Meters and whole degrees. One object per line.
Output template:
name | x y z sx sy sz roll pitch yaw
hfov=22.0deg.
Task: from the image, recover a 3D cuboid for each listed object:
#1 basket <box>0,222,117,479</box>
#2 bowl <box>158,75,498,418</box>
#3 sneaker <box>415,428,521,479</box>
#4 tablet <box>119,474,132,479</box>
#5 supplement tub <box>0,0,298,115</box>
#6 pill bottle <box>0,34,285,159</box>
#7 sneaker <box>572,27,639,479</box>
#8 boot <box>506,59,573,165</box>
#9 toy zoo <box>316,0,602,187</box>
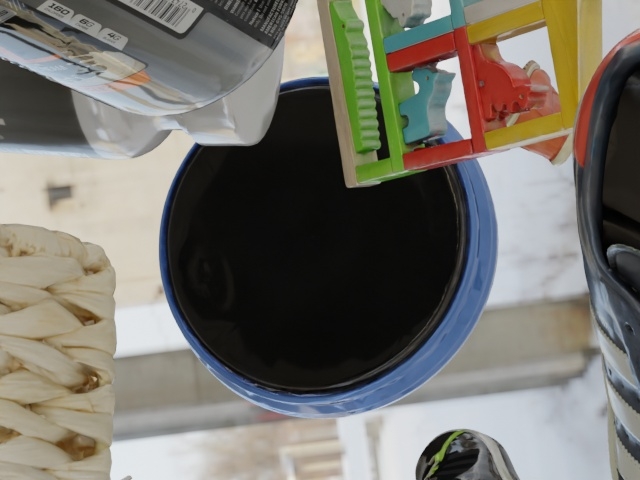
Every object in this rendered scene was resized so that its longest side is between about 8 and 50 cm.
basket | -0.294 0.132 0.702 0.331 0.328 0.266 -25 58 48
bowl | 0.000 0.000 1.833 0.077 0.391 0.391 34 -133 -71
sneaker | 0.106 0.204 1.335 0.235 0.097 0.084 -143 69 -71
tablet | -0.166 0.182 1.113 0.083 0.054 0.006 -35 84 48
supplement tub | -0.161 -0.198 0.921 0.316 0.194 0.193 22 -124 -56
pill bottle | -0.224 -0.173 1.333 0.210 0.363 0.210 4 -90 -76
sneaker | 0.186 0.063 0.752 0.148 0.131 0.350 50 -156 -75
boot | 0.203 -0.114 1.513 0.059 0.085 0.158 -59 1 26
toy zoo | 0.110 -0.158 1.234 0.293 0.030 0.192 -12 85 49
